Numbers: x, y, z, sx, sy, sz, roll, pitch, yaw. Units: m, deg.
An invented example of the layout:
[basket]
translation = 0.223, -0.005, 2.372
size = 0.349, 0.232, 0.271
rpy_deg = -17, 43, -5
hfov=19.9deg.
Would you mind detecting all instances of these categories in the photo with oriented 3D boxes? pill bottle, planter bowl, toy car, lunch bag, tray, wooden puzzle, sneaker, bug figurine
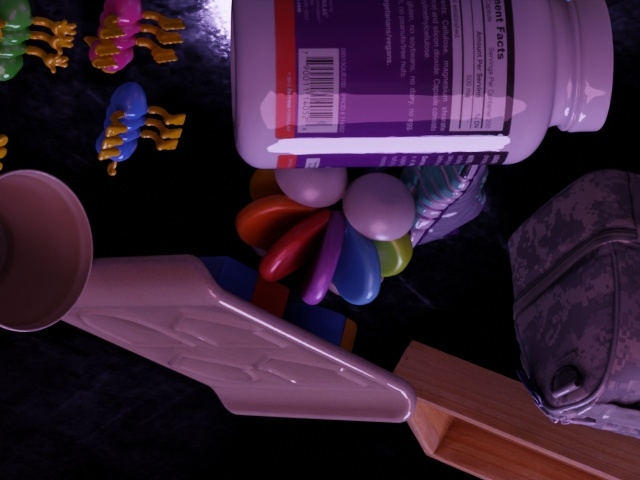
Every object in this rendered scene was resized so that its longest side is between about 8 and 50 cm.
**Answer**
[pill bottle]
translation = 0.084, -0.155, 1.601
size = 0.323, 0.181, 0.181
rpy_deg = -1, 146, -5
[planter bowl]
translation = -0.327, 0.010, 1.844
size = 0.109, 0.162, 0.162
rpy_deg = 0, 157, 45
[toy car]
translation = 0.000, 0.000, 1.837
size = 0.182, 0.136, 0.159
rpy_deg = 26, 141, -1
[lunch bag]
translation = 0.358, 0.095, 1.935
size = 0.305, 0.256, 0.212
rpy_deg = 17, 140, -28
[tray]
translation = 0.291, 0.255, 2.140
size = 0.411, 0.076, 0.203
rpy_deg = 21, 158, 29
[wooden puzzle]
translation = -0.107, 0.091, 1.968
size = 0.322, 0.080, 0.348
rpy_deg = -4, 151, 46
[sneaker]
translation = 0.139, -0.067, 1.851
size = 0.098, 0.083, 0.223
rpy_deg = -10, 157, -28
[bug figurine]
translation = -0.243, -0.135, 1.633
size = 0.279, 0.072, 0.216
rpy_deg = -8, 137, -39
